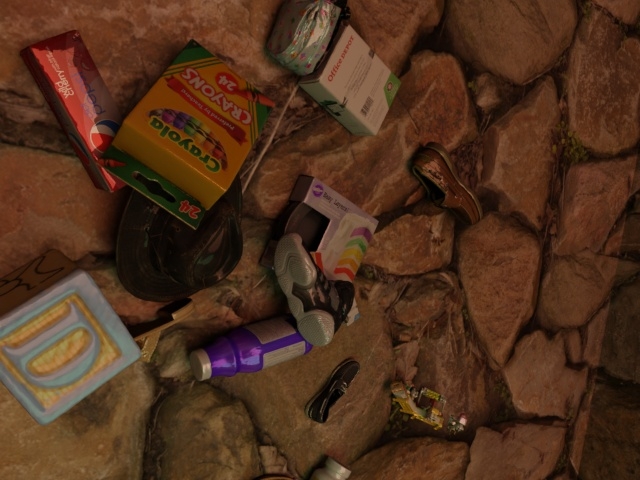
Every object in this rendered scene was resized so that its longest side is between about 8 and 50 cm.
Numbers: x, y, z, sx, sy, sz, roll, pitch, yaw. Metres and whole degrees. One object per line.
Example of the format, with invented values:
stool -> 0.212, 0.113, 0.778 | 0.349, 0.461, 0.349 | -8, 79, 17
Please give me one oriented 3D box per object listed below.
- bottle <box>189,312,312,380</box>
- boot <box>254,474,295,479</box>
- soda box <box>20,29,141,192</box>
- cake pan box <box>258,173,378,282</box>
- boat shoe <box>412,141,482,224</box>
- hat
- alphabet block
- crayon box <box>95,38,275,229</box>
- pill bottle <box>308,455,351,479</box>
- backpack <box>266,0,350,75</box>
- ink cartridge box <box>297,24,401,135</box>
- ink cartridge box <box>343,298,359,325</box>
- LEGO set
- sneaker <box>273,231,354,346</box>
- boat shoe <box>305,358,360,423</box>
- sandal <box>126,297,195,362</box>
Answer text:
bottle -> -0.154, 0.244, 1.205 | 0.283, 0.118, 0.092 | -12, 110, -37
boot -> -0.160, 0.660, 1.294 | 0.305, 0.115, 0.112 | 9, 92, -41
soda box -> -0.406, -0.218, 0.920 | 0.083, 0.092, 0.263 | -37, 120, -28
cake pan box -> 0.000, 0.000, 1.310 | 0.267, 0.070, 0.245 | 32, 77, -38
boat shoe -> 0.364, -0.142, 1.554 | 0.104, 0.111, 0.307 | -49, 115, -16
hat -> -0.232, -0.006, 1.027 | 0.331, 0.134, 0.331 | -30, 133, -38
alphabet block -> -0.457, 0.152, 0.892 | 0.192, 0.197, 0.193 | -35, 119, -27
crayon box -> -0.227, -0.199, 0.956 | 0.202, 0.081, 0.318 | 35, 50, -19
pill bottle -> 0.006, 0.692, 1.439 | 0.103, 0.103, 0.184 | 43, 73, -36
backpack -> -0.034, -0.456, 1.148 | 0.115, 0.152, 0.182 | 21, 99, -34
ink cartridge box -> 0.073, -0.379, 1.269 | 0.219, 0.093, 0.160 | 34, 77, -38
ink cartridge box -> 0.072, 0.182, 1.430 | 0.048, 0.028, 0.083 | -31, 117, -30
LEGO set -> 0.319, 0.492, 1.650 | 0.287, 0.132, 0.107 | 35, 58, -15
sneaker -> -0.009, 0.097, 1.226 | 0.153, 0.101, 0.268 | -27, 102, -51
boat shoe -> 0.049, 0.412, 1.437 | 0.206, 0.065, 0.075 | -44, 123, -24
sandal -> -0.348, 0.205, 1.061 | 0.240, 0.088, 0.079 | -29, 111, -36
